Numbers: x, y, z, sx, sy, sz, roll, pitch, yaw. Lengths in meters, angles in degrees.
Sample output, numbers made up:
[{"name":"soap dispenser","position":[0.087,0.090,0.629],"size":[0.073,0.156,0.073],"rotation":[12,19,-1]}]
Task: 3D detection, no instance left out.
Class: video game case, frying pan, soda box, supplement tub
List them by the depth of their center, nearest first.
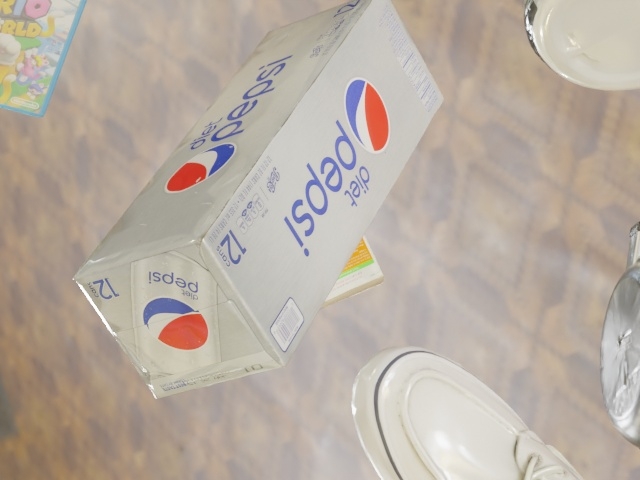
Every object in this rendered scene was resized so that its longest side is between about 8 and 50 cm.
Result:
[{"name":"soda box","position":[-0.027,-0.035,1.043],"size":[0.098,0.286,0.091],"rotation":[-17,116,33]},{"name":"video game case","position":[-0.229,-0.171,1.248],"size":[0.015,0.119,0.166],"rotation":[-102,32,-53]},{"name":"frying pan","position":[0.308,0.036,1.609],"size":[0.197,0.053,0.326],"rotation":[-138,54,-79]},{"name":"supplement tub","position":[0.283,-0.318,1.703],"size":[0.193,0.194,0.316],"rotation":[124,153,-49]}]

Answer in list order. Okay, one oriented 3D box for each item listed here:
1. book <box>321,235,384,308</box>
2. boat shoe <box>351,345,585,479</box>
[{"name":"book","position":[0.000,0.000,2.020],"size":[0.035,0.096,0.144],"rotation":[82,165,-73]},{"name":"boat shoe","position":[0.128,0.170,1.105],"size":[0.267,0.096,0.088],"rotation":[53,155,-13]}]
